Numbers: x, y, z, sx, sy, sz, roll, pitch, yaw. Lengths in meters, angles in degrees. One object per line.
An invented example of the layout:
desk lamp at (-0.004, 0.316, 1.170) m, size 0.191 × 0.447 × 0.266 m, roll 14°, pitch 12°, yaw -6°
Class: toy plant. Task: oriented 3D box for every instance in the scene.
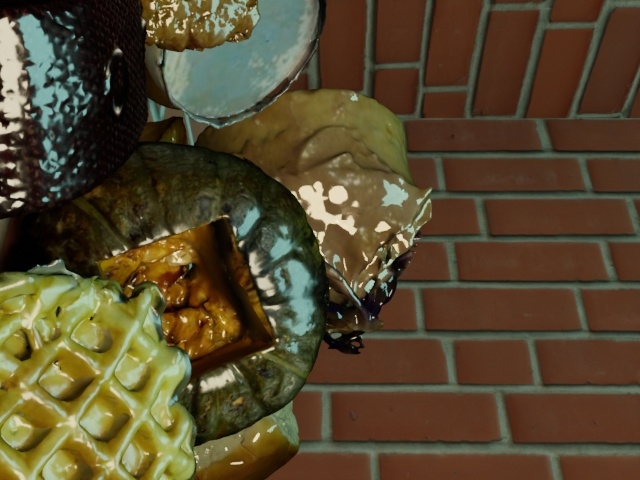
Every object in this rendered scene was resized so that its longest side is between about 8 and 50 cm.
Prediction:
toy plant at (-0.176, -0.325, 0.999) m, size 0.332 × 0.247 × 0.247 m, roll 47°, pitch -23°, yaw 28°

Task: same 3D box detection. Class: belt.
belt at (-0.209, -0.101, 0.547) m, size 0.289 × 0.184 × 0.164 m, roll -84°, pitch 173°, yaw -66°

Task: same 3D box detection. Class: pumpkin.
pumpkin at (-0.144, 0.052, 0.808) m, size 0.192 × 0.321 × 0.320 m, roll 180°, pitch -90°, yaw -71°

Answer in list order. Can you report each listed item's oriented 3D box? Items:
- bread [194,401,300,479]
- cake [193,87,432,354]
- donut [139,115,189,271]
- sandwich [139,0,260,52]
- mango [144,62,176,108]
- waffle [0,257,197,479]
bread at (-0.163, 0.233, 1.077) m, size 0.250 × 0.279 × 0.225 m, roll 55°, pitch 13°, yaw -78°
cake at (-0.008, 0.003, 1.109) m, size 0.332 × 0.332 × 0.321 m, roll 88°, pitch -6°, yaw -63°
donut at (-0.238, -0.021, 1.074) m, size 0.303 × 0.110 × 0.302 m, roll -178°, pitch -90°, yaw -90°
sandwich at (-0.170, -0.341, 0.694) m, size 0.262 × 0.131 × 0.325 m, roll 29°, pitch -51°, yaw 46°
mango at (-0.233, -0.265, 1.264) m, size 0.227 × 0.109 × 0.147 m, roll 83°, pitch -17°, yaw -76°
waffle at (-0.212, 0.160, 0.584) m, size 0.317 × 0.073 × 0.297 m, roll 5°, pitch 81°, yaw -52°
